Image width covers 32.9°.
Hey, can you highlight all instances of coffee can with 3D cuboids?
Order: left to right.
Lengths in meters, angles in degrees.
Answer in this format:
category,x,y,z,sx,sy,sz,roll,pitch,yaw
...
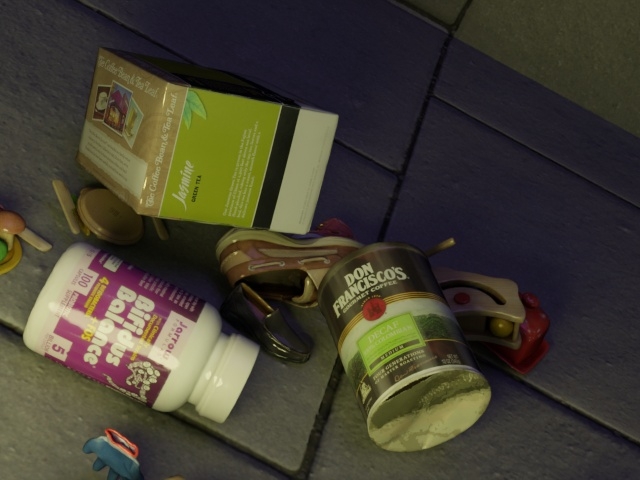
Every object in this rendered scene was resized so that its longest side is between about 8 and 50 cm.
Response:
category,x,y,z,sx,sy,sz,roll,pitch,yaw
coffee can,0.129,0.167,1.736,0.201,0.202,0.275,8,40,-30

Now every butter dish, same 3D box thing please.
category,x,y,z,sx,sy,sz,roll,pitch,yaw
butter dish,0.370,0.148,2.046,0.160,0.118,0.160,39,33,16

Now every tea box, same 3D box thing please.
category,x,y,z,sx,sy,sz,roll,pitch,yaw
tea box,-0.202,-0.175,1.851,0.323,0.220,0.329,8,14,-32

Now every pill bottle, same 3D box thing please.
category,x,y,z,sx,sy,sz,roll,pitch,yaw
pill bottle,-0.245,0.137,1.520,0.301,0.169,0.169,26,32,-5

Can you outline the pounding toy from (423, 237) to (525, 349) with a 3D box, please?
category,x,y,z,sx,sy,sz,roll,pitch,yaw
pounding toy,0.230,0.101,1.918,0.269,0.155,0.154,11,41,12

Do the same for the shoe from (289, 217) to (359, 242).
category,x,y,z,sx,sy,sz,roll,pitch,yaw
shoe,0.000,0.000,2.016,0.178,0.063,0.081,10,35,-37

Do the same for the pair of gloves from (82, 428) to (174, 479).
category,x,y,z,sx,sy,sz,roll,pitch,yaw
pair of gloves,-0.209,0.303,1.341,0.198,0.159,0.023,36,60,1

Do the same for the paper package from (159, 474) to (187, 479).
category,x,y,z,sx,sy,sz,roll,pitch,yaw
paper package,-0.220,0.439,1.118,0.309,0.168,0.325,-5,46,-41

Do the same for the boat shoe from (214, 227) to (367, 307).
category,x,y,z,sx,sy,sz,roll,pitch,yaw
boat shoe,-0.024,0.064,1.863,0.324,0.123,0.116,7,45,-22

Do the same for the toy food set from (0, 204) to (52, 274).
category,x,y,z,sx,sy,sz,roll,pitch,yaw
toy food set,-0.505,-0.013,1.615,0.128,0.071,0.218,38,32,13

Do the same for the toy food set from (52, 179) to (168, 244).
category,x,y,z,sx,sy,sz,roll,pitch,yaw
toy food set,-0.354,-0.038,1.814,0.192,0.038,0.132,6,46,-42

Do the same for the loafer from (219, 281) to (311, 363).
category,x,y,z,sx,sy,sz,roll,pitch,yaw
loafer,-0.083,0.135,1.753,0.170,0.061,0.062,33,31,5
